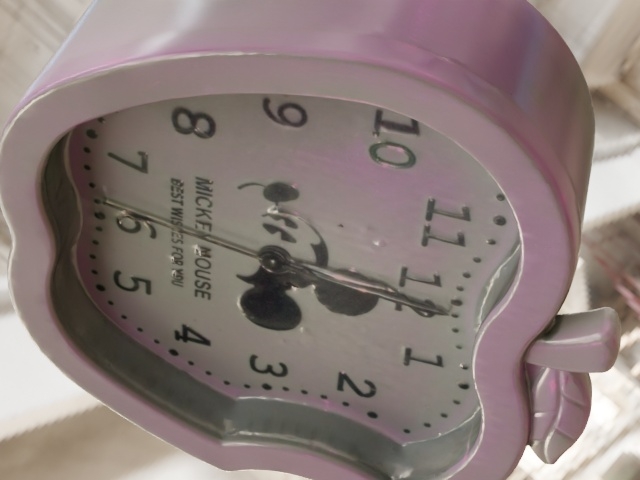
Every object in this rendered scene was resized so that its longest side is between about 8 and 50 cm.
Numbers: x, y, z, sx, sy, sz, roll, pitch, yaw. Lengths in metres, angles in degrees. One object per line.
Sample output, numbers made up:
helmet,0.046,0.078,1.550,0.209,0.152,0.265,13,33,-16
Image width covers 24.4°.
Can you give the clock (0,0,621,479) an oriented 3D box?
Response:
clock,0.000,0.000,0.778,0.338,0.338,0.102,109,-178,-47
